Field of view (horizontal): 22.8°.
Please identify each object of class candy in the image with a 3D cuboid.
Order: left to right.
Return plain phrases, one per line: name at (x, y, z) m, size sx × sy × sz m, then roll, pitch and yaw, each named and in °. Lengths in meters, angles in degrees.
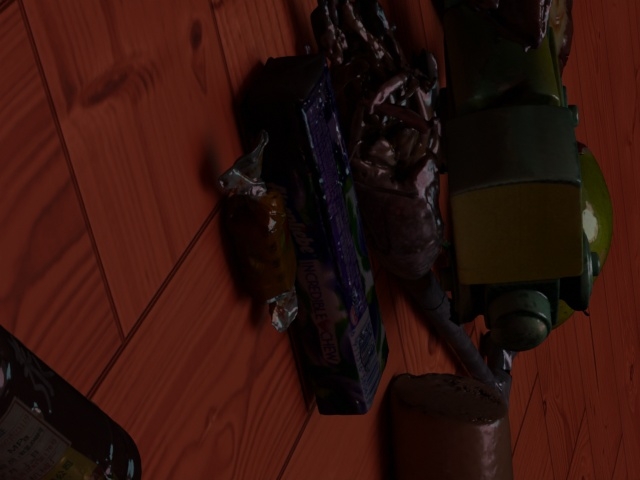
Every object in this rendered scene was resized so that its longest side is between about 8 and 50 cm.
candy at (-0.046, -0.002, 1.208) m, size 0.053 × 0.046 × 0.182 m, roll -71°, pitch 157°, yaw -49°
candy at (0.000, 0.000, 1.309) m, size 0.088 × 0.061 × 0.312 m, roll -64°, pitch 148°, yaw -53°

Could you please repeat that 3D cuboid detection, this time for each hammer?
hammer at (0.148, 0.095, 1.740) m, size 0.427 × 0.044 × 0.152 m, roll 55°, pitch 40°, yaw -55°

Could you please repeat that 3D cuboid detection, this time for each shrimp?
shrimp at (0.047, -0.111, 1.364) m, size 0.145 × 0.116 × 0.343 m, roll -86°, pitch 164°, yaw -56°

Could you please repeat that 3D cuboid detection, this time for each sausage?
sausage at (0.134, 0.260, 1.580) m, size 0.123 × 0.123 × 0.252 m, roll -37°, pitch 124°, yaw -65°

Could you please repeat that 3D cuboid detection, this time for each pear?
pear at (0.246, -0.004, 1.823) m, size 0.187 × 0.188 × 0.219 m, roll -34°, pitch 129°, yaw -66°

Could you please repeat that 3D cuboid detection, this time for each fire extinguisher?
fire extinguisher at (-0.181, 0.069, 0.822) m, size 0.252 × 0.075 × 0.106 m, roll 54°, pitch 12°, yaw -55°

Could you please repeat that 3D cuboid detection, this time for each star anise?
star anise at (0.126, -0.270, 1.469) m, size 0.093 × 0.236 × 0.229 m, roll -55°, pitch 172°, yaw 32°

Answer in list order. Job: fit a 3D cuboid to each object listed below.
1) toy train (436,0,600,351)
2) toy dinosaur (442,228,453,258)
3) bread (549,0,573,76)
toy train at (0.184, -0.095, 1.563) m, size 0.253 × 0.160 × 0.397 m, roll 79°, pitch 9°, yaw -48°
toy dinosaur at (0.151, 0.020, 1.729) m, size 0.120 × 0.029 × 0.060 m, roll 39°, pitch 32°, yaw -71°
bread at (0.204, -0.302, 1.779) m, size 0.244 × 0.123 × 0.190 m, roll 55°, pitch 37°, yaw -57°
